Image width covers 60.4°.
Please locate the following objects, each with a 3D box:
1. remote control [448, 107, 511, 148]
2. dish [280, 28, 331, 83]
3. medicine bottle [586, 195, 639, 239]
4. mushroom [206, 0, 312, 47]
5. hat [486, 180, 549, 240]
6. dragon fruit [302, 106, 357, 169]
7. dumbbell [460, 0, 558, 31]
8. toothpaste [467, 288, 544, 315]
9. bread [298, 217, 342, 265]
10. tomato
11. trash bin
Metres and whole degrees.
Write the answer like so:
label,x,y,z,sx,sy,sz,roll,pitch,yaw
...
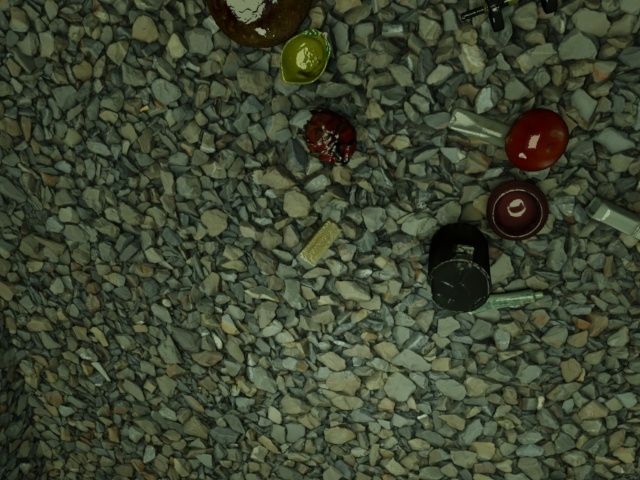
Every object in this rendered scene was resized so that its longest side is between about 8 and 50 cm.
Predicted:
label,x,y,z,sx,sy,sz,roll,pitch,yaw
remote control,0.522,-0.350,1.749,0.229,0.044,0.073,21,119,4
dish,-0.040,-0.590,1.767,0.208,0.080,0.149,-39,99,26
medicine bottle,0.938,-0.069,1.724,0.183,0.119,0.069,25,113,1
mushroom,-0.182,-0.757,1.661,0.345,0.239,0.345,6,137,6
hat,0.641,-0.098,1.803,0.206,0.089,0.205,4,108,11
dragon fruit,0.029,-0.339,1.809,0.189,0.182,0.182,15,115,6
dumbbell,0.557,-0.683,1.543,0.326,0.143,0.143,-14,108,19
toothpaste,0.651,0.213,1.957,0.269,0.047,0.069,-13,128,21
bread,0.002,0.005,1.997,0.077,0.105,0.152,39,117,-11
tomato,0.659,-0.301,1.669,0.195,0.136,0.195,-6,116,-13
trash bin,0.455,0.088,1.809,0.203,0.301,0.252,4,113,12
